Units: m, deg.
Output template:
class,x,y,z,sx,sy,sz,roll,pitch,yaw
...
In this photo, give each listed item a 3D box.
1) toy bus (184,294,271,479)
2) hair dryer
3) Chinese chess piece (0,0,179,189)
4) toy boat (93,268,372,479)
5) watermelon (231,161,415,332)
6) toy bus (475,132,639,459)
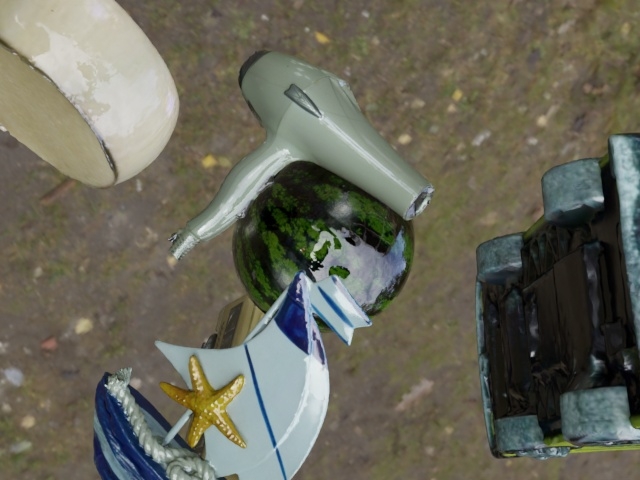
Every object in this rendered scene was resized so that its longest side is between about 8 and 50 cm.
class,x,y,z,sx,sy,sz,roll,pitch,yaw
toy bus,-0.123,0.282,1.755,0.176,0.202,0.365,20,65,-17
hair dryer,-0.009,-0.054,0.967,0.225,0.219,0.088,-67,160,-10
Chinese chess piece,-0.338,-0.215,1.316,0.140,0.338,0.338,-53,141,-19
toy boat,-0.065,0.137,0.889,0.291,0.220,0.067,-49,171,17
watermelon,0.004,0.004,1.472,0.269,0.269,0.269,-21,132,-26
toy bus,0.168,0.045,0.534,0.150,0.128,0.262,-2,166,-5
